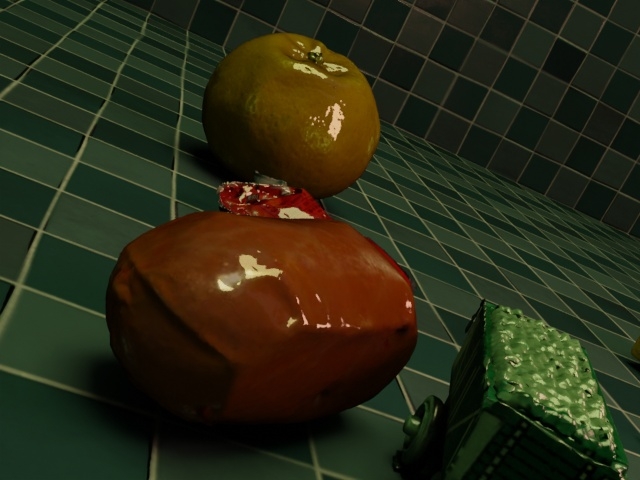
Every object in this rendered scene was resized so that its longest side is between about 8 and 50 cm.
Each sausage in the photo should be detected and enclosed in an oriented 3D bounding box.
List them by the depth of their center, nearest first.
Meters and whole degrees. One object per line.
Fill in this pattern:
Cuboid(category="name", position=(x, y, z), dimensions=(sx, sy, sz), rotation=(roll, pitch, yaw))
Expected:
Cuboid(category="sausage", position=(-0.037, 0.059, 0.638), dimensions=(0.268, 0.153, 0.141), rotation=(7, 31, -50))

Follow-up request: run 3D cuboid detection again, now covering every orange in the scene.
Cuboid(category="orange", position=(-0.043, -0.189, 1.299), dimensions=(0.279, 0.235, 0.279), rotation=(18, 21, -7))

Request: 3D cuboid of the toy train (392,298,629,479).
Cuboid(category="toy train", position=(0.125, 0.148, 0.617), dimensions=(0.115, 0.154, 0.269), rotation=(26, 15, 5))

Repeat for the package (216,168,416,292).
Cuboid(category="package", position=(0.000, 0.000, 1.067), dimensions=(0.269, 0.071, 0.194), rotation=(33, 31, 10))

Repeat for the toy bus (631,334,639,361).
Cuboid(category="toy bus", position=(0.641, 0.217, 1.261), dimensions=(0.152, 0.144, 0.330), rotation=(14, 18, -41))
